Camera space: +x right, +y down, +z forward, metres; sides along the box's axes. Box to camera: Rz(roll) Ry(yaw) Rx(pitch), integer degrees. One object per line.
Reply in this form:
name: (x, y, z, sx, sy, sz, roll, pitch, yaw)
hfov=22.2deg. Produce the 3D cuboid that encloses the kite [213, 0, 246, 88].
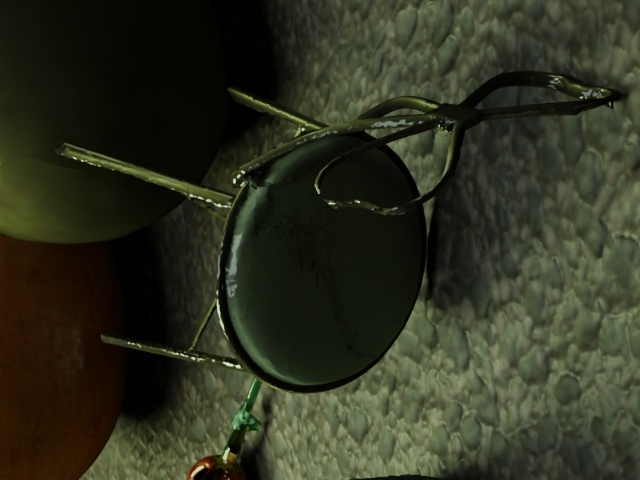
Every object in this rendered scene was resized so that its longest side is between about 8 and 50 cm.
kite: (-0.058, -0.199, 1.096, 0.159, 0.010, 0.190, 37, 129, 57)

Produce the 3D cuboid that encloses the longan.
longan: (-0.167, -0.110, 1.068, 0.215, 0.246, 0.246, -38, 50, 9)

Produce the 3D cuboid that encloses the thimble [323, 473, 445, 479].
thimble: (0.021, 0.231, 0.869, 0.198, 0.143, 0.235, 42, 128, 50)

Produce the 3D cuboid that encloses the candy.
candy: (-0.050, 0.118, 1.093, 0.055, 0.049, 0.184, 42, 119, 42)

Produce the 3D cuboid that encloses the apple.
apple: (-0.290, 0.066, 1.239, 0.299, 0.299, 0.275, 30, 121, 55)

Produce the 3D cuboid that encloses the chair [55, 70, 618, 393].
chair: (0.000, 0.000, 0.872, 0.326, 0.160, 0.170, 13, 118, 50)
